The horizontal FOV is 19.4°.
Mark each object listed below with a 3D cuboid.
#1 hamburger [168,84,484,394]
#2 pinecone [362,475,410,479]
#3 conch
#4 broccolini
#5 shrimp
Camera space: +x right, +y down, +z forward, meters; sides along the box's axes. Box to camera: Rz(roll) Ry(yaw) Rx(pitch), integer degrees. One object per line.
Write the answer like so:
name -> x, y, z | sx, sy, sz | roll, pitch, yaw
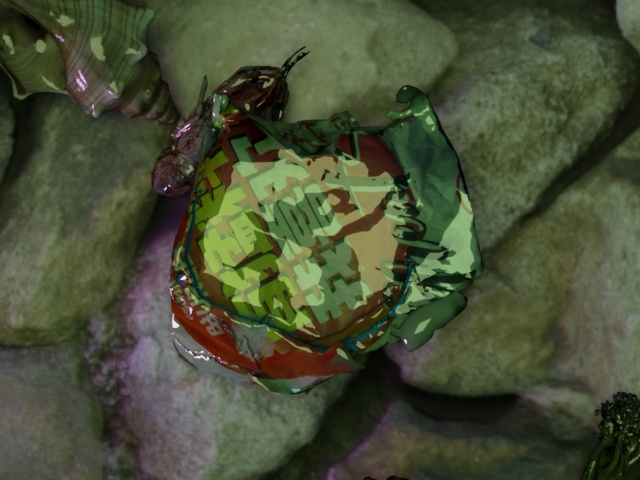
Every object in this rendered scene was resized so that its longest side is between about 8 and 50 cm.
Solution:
hamburger -> 0.005, 0.005, 1.645 | 0.276, 0.150, 0.261 | -1, 82, 6
pinecone -> 0.043, 0.299, 1.621 | 0.179, 0.150, 0.195 | 19, 89, 7
conch -> -0.223, -0.180, 1.694 | 0.234, 0.114, 0.137 | 31, 127, -5
broccolini -> 0.231, 0.234, 1.650 | 0.067, 0.058, 0.216 | 32, 92, 4
shrimp -> -0.079, -0.108, 1.696 | 0.075, 0.073, 0.190 | 34, 104, -36
